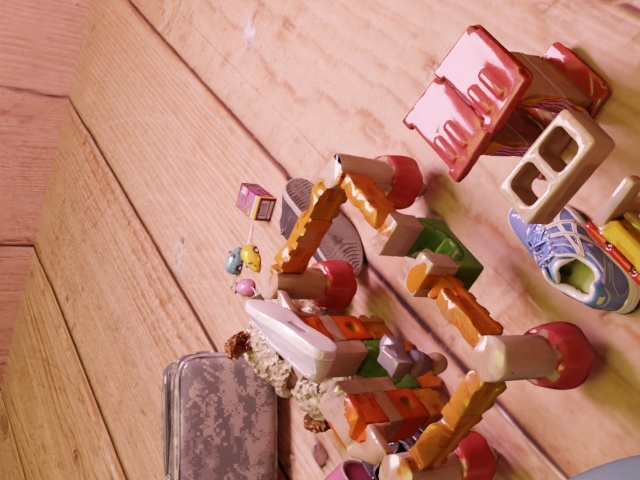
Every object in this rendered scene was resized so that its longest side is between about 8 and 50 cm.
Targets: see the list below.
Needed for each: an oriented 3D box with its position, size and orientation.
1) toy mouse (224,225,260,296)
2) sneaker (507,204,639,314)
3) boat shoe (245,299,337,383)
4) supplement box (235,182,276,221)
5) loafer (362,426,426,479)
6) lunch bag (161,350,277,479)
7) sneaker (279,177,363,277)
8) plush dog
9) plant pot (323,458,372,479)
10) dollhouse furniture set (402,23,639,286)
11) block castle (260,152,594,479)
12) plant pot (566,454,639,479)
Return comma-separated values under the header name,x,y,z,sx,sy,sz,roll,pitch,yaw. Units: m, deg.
name,x,y,z,sx,sy,sz,roll,pitch,yaw
toy mouse,-0.176,0.070,1.626,0.143,0.031,0.161,-40,57,45
sneaker,0.304,0.011,0.939,0.211,0.081,0.080,48,127,45
boat shoe,-0.049,0.141,1.069,0.184,0.066,0.063,27,106,37
supplement box,-0.136,-0.080,1.570,0.083,0.043,0.055,40,119,46
loafer,0.128,0.346,1.141,0.302,0.095,0.109,32,111,51
lunch bag,-0.215,0.377,1.528,0.256,0.213,0.305,155,115,-70
sneaker,0.000,0.000,1.372,0.222,0.083,0.118,58,154,25
plush dog,-0.023,0.209,1.305,0.225,0.211,0.262,33,116,24
plant pot,0.042,0.458,1.190,0.201,0.201,0.180,39,103,48
dollhouse furniture set,0.293,-0.077,0.873,0.374,0.201,0.152,56,130,30
block castle,0.130,0.109,1.069,0.453,0.213,0.303,53,124,38
plant pot,0.354,0.320,0.730,0.195,0.290,0.290,-45,43,-4
